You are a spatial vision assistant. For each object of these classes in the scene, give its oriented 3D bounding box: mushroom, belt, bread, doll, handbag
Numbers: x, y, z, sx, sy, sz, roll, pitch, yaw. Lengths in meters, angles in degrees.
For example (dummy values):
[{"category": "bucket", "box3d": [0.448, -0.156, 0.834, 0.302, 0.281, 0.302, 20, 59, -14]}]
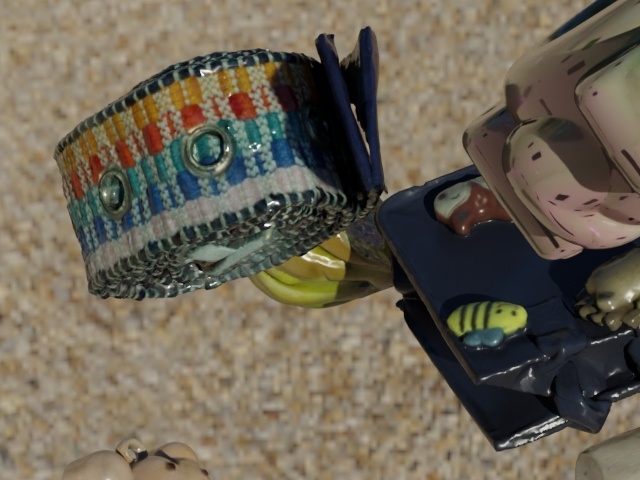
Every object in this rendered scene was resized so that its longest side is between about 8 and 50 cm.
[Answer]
[{"category": "mushroom", "box3d": [0.314, 0.192, 1.539, 0.213, 0.097, 0.088, -9, -8, 19]}, {"category": "belt", "box3d": [-0.086, -0.063, 1.457, 0.207, 0.295, 0.160, -8, 77, -30]}, {"category": "bread", "box3d": [-0.003, 0.002, 1.865, 0.156, 0.158, 0.261, -32, -2, 22]}, {"category": "doll", "box3d": [-0.149, 0.309, 1.630, 0.154, 0.119, 0.278, 16, 58, -42]}, {"category": "handbag", "box3d": [0.227, 0.021, 1.557, 0.303, 0.122, 0.329, -21, 29, -5]}]

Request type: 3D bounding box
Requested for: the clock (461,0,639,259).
[{"category": "clock", "box3d": [0.213, -0.103, 0.917, 0.284, 0.114, 0.309, -33, 3, -2]}]
